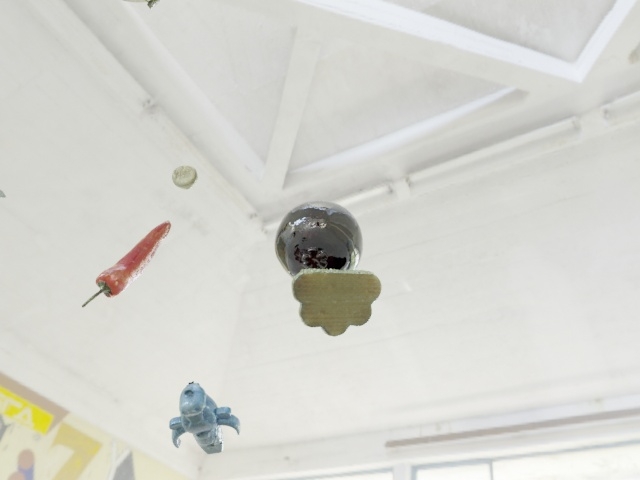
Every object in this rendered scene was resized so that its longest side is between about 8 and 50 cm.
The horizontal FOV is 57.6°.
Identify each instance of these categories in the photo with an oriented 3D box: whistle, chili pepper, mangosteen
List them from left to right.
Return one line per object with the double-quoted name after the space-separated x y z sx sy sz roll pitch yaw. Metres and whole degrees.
-0.415 0.054 1.270 0.071 0.272 0.063 -15 -61 46 "chili pepper"
-0.306 0.466 1.500 0.180 0.093 0.269 -13 -56 -1 "whistle"
0.007 0.010 1.909 0.296 0.297 0.313 -21 -6 29 "mangosteen"

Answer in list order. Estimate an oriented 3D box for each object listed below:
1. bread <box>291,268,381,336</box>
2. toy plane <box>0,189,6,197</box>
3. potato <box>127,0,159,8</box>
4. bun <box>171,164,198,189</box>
0.042 0.184 1.734 0.286 0.208 0.056 7 5 -18 "bread"
-0.924 -0.180 1.493 0.082 0.160 0.234 -37 -68 -3 "toy plane"
-0.406 -0.540 1.187 0.117 0.225 0.090 43 -75 6 "potato"
-0.443 -0.203 1.908 0.086 0.086 0.055 8 -25 0 "bun"
